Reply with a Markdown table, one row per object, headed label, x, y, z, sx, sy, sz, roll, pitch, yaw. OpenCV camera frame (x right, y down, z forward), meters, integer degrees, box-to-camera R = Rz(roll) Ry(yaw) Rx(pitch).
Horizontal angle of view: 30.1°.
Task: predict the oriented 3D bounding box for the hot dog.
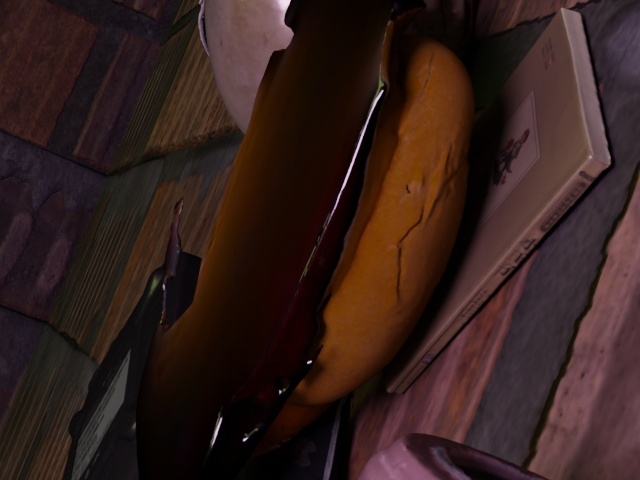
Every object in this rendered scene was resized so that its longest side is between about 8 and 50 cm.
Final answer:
| label | x | y | z | sx | sy | sz | roll | pitch | yaw |
| --- | --- | --- | --- | --- | --- | --- | --- | --- | --- |
| hot dog | 0.003 | 0.001 | 0.678 | 0.326 | 0.107 | 0.194 | -60 | 31 | 21 |

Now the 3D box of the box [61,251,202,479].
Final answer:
| label | x | y | z | sx | sy | sz | roll | pitch | yaw |
| --- | --- | --- | --- | --- | --- | --- | --- | --- | --- |
| box | -0.179 | 0.185 | 1.116 | 0.290 | 0.073 | 0.289 | -57 | 19 | 30 |

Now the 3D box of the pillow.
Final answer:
| label | x | y | z | sx | sy | sz | roll | pitch | yaw |
| --- | --- | --- | --- | --- | --- | --- | --- | --- | --- |
| pillow | -0.028 | 0.157 | 0.741 | 0.150 | 0.048 | 0.090 | -46 | 35 | 41 |

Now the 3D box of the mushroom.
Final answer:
| label | x | y | z | sx | sy | sz | roll | pitch | yaw |
| --- | --- | --- | --- | --- | --- | --- | --- | --- | --- |
| mushroom | 0.016 | -0.159 | 0.822 | 0.226 | 0.178 | 0.227 | -5 | -90 | -77 |

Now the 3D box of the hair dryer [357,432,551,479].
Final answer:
| label | x | y | z | sx | sy | sz | roll | pitch | yaw |
| --- | --- | --- | --- | --- | --- | --- | --- | --- | --- |
| hair dryer | 0.009 | 0.161 | 0.503 | 0.210 | 0.125 | 0.352 | -64 | 14 | 4 |

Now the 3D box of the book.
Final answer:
| label | x | y | z | sx | sy | sz | roll | pitch | yaw |
| --- | --- | --- | --- | --- | --- | --- | --- | --- | --- |
| book | 0.090 | -0.020 | 0.667 | 0.199 | 0.016 | 0.138 | -54 | 21 | 38 |

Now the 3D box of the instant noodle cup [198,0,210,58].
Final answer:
| label | x | y | z | sx | sy | sz | roll | pitch | yaw |
| --- | --- | --- | --- | --- | --- | --- | --- | --- | --- |
| instant noodle cup | -0.024 | -0.173 | 1.028 | 0.151 | 0.151 | 0.122 | -59 | 30 | 25 |
